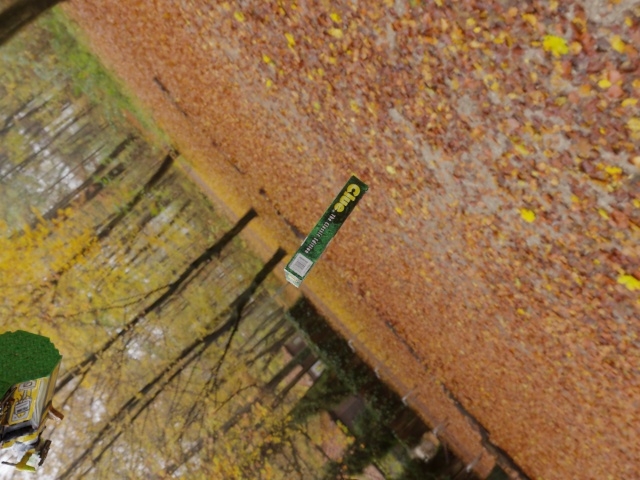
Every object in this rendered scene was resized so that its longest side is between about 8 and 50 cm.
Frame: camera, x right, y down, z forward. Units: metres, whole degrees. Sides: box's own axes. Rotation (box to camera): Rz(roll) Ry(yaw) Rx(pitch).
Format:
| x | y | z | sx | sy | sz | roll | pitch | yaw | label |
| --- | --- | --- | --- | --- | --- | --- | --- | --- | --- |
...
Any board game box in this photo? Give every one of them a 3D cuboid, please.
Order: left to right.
| x | y | z | sx | sy | sz | roll | pitch | yaw | label |
| --- | --- | --- | --- | --- | --- | --- | --- | --- | --- |
| 0.000 | 0.000 | 0.710 | 0.030 | 0.136 | 0.260 | 38 | 173 | 1 | board game box |

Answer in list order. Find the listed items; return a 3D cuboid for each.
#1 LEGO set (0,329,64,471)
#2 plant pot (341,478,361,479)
| x | y | z | sx | sy | sz | roll | pitch | yaw | label |
| --- | --- | --- | --- | --- | --- | --- | --- | --- | --- |
| -0.321 | 0.186 | 0.311 | 0.254 | 0.192 | 0.331 | 15 | -159 | -18 | LEGO set |
| -0.025 | 0.267 | 0.260 | 0.236 | 0.212 | 0.236 | 64 | -173 | 17 | plant pot |
